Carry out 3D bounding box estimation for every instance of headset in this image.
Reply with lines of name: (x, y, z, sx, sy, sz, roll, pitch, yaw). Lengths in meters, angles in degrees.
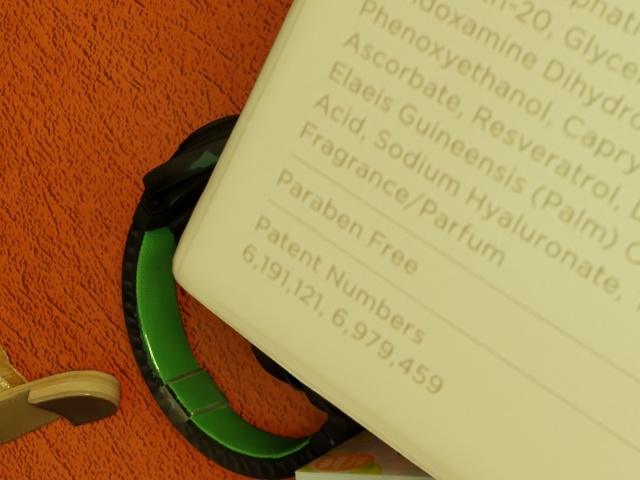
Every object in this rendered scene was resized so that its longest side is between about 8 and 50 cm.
headset: (0.000, 0.000, 0.824, 0.243, 0.185, 0.394, 50, 129, 19)

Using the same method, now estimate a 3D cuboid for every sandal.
sandal: (-0.280, 0.128, 1.007, 0.240, 0.088, 0.079, -13, 57, 21)

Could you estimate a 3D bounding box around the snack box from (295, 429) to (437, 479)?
snack box: (0.109, 0.150, 0.715, 0.175, 0.207, 0.070, -4, 93, 29)

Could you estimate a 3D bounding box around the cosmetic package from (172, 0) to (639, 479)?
cosmetic package: (0.214, -0.078, 0.475, 0.327, 0.329, 0.393, 34, 110, 21)
